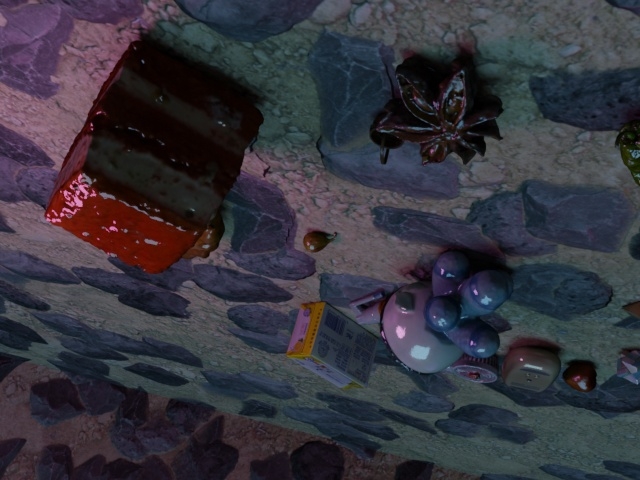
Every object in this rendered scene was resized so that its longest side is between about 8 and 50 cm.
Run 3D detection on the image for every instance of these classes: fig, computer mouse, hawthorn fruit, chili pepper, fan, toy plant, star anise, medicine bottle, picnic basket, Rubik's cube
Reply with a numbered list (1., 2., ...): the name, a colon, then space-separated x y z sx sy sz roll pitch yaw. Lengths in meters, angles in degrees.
1. fig: 0.000 0.000 1.885 0.083 0.050 0.050 -15 146 14
2. computer mouse: 0.573 0.347 2.217 0.145 0.082 0.236 10 155 9
3. hawthorn fruit: 0.701 0.373 2.210 0.093 0.081 0.081 -3 149 33
4. chili pepper: 0.510 -0.149 1.286 0.072 0.073 0.204 -20 152 23
5. fan: 0.395 0.363 2.353 0.244 0.074 0.130 -1 150 31
6. toy plant: 0.308 0.156 1.834 0.247 0.247 0.332 23 151 -16
7. star anise: 0.191 -0.211 1.312 0.220 0.099 0.214 -7 133 46
8. medicine bottle: 0.159 0.175 2.134 0.092 0.061 0.220 48 145 -10
9. picnic basket: 0.115 -0.176 1.424 0.072 0.083 0.072 11 154 5
10. Rubik's cube: 0.788 0.318 2.053 0.073 0.084 0.075 15 138 -10

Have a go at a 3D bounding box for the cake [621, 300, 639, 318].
1. cake: 0.723 0.166 1.816 0.052 0.065 0.121 27 158 -18

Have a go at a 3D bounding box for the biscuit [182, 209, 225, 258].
1. biscuit: -0.376 -0.067 1.877 0.326 0.107 0.326 9 153 5

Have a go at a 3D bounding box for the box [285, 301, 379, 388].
1. box: 0.038 0.305 2.328 0.097 0.168 0.265 -7 148 43

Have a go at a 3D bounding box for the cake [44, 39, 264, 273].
1. cake: -0.298 -0.139 1.446 0.269 0.319 0.270 27 152 -21
